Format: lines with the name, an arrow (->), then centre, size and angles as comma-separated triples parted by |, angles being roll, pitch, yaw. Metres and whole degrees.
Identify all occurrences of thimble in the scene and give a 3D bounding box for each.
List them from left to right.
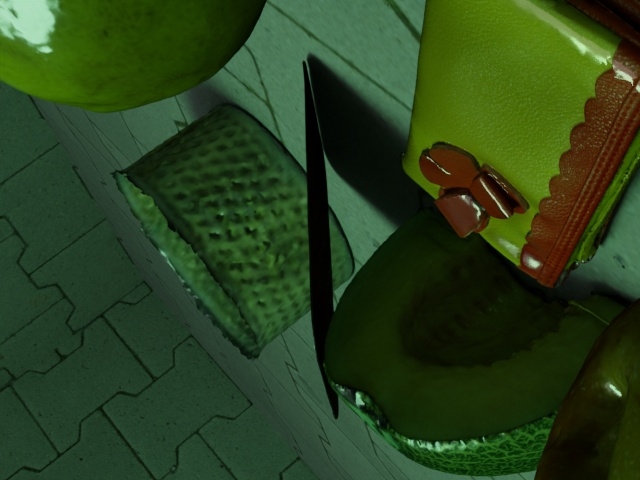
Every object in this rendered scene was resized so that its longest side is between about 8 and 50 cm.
thimble -> -0.099, -0.011, 1.169 | 0.271, 0.150, 0.271 | 48, 166, 17

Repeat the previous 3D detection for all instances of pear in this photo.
pear -> -0.148, -0.228, 0.608 | 0.253, 0.252, 0.307 | 35, 146, 51

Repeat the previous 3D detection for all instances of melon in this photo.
melon -> 0.112, 0.102, 0.736 | 0.265, 0.169, 0.129 | 35, 159, 53

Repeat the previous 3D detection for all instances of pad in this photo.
pad -> 0.000, 0.000, 0.846 | 0.181, 0.004, 0.267 | 76, -170, -60

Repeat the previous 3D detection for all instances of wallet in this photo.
wallet -> 0.108, -0.063, 0.550 | 0.141, 0.067, 0.241 | 45, 164, 19

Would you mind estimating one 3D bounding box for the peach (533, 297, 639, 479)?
peach -> 0.188, 0.125, 0.428 | 0.214, 0.235, 0.214 | 37, 158, 18
